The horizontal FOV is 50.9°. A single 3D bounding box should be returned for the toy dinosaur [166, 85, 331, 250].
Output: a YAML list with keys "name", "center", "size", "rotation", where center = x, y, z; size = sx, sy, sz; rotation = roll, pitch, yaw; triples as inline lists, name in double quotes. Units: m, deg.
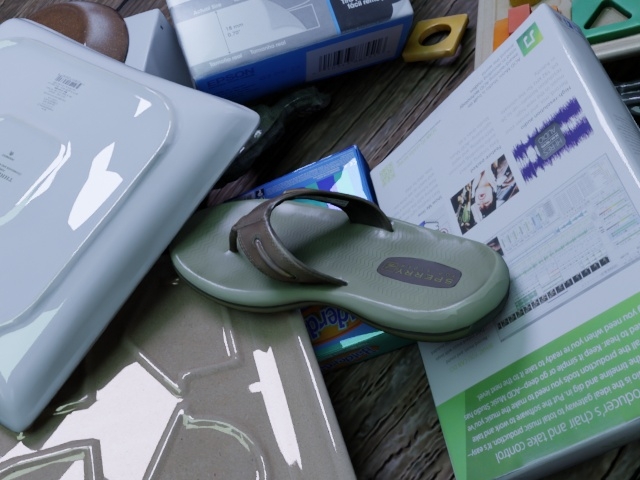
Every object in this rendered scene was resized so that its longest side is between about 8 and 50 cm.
- name: "toy dinosaur"
  center: [-0.103, -0.092, 0.749]
  size: [0.268, 0.064, 0.118]
  rotation: [-49, 24, -22]

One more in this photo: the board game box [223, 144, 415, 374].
- name: "board game box"
  center: [-0.006, 0.025, 0.673]
  size: [0.160, 0.047, 0.210]
  rotation: [-21, 58, 14]

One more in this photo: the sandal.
- name: "sandal"
  center: [0.002, -0.001, 0.544]
  size: [0.303, 0.086, 0.120]
  rotation: [6, 49, 32]

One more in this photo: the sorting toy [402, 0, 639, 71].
- name: "sorting toy"
  center: [0.237, -0.236, 0.659]
  size: [0.348, 0.047, 0.196]
  rotation: [-8, 48, 28]

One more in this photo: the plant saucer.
- name: "plant saucer"
  center: [-0.314, -0.205, 0.771]
  size: [0.199, 0.036, 0.198]
  rotation: [-11, 60, 19]

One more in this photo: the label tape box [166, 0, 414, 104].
- name: "label tape box"
  center: [-0.071, -0.339, 0.750]
  size: [0.241, 0.106, 0.333]
  rotation: [-18, 81, -5]

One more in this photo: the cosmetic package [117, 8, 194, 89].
- name: "cosmetic package"
  center: [-0.271, -0.129, 0.816]
  size: [0.225, 0.138, 0.224]
  rotation: [-5, 63, 21]

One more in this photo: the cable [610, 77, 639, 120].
- name: "cable"
  center: [0.310, -0.127, 0.620]
  size: [0.287, 0.072, 0.139]
  rotation: [-8, 79, 34]

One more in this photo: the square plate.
- name: "square plate"
  center: [-0.287, -0.059, 0.622]
  size: [0.347, 0.049, 0.344]
  rotation: [25, 69, 22]

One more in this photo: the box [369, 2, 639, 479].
- name: "box"
  center: [0.160, 0.007, 0.532]
  size: [0.232, 0.058, 0.322]
  rotation: [-43, 45, 40]

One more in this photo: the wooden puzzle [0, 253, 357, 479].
- name: "wooden puzzle"
  center: [-0.168, 0.160, 0.557]
  size: [0.348, 0.080, 0.322]
  rotation: [-15, 50, -7]
